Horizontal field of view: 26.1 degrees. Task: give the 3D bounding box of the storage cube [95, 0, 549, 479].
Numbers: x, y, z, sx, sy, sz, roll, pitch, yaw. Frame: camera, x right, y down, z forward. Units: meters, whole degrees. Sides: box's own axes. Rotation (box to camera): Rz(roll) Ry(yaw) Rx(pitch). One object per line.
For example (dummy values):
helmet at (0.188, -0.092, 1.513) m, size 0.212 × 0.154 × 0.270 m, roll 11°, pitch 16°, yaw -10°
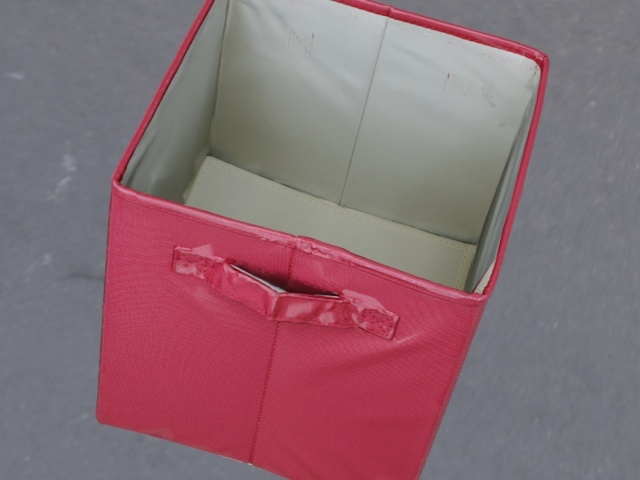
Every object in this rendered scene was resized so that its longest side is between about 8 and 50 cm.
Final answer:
storage cube at (0.000, 0.000, 0.742) m, size 0.183 × 0.215 × 0.193 m, roll 17°, pitch 136°, yaw 4°
